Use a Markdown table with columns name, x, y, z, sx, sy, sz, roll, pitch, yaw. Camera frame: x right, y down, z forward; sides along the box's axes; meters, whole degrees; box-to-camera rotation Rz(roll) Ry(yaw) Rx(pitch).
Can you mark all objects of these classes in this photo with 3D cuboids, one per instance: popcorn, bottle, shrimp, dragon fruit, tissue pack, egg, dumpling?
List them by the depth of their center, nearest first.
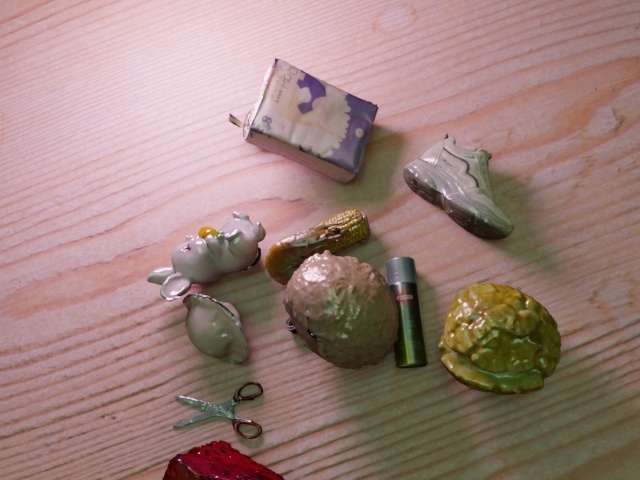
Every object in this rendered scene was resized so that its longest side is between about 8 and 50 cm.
| name | x | y | z | sx | sy | sz | roll | pitch | yaw |
| --- | --- | --- | --- | --- | --- | --- | --- | --- | --- |
| dragon fruit | -0.268 | 0.565 | 1.219 | 0.302 | 0.330 | 0.240 | -34 | 47 | -2 |
| popcorn | 0.429 | 0.236 | 1.236 | 0.282 | 0.247 | 0.282 | -1 | 88 | 15 |
| egg | 0.058 | 0.175 | 1.289 | 0.279 | 0.279 | 0.310 | -39 | 100 | -6 |
| bottle | 0.225 | 0.187 | 1.369 | 0.082 | 0.082 | 0.286 | -6 | 69 | 7 |
| shrimp | -0.031 | 0.035 | 1.393 | 0.249 | 0.068 | 0.150 | -32 | 108 | 10 |
| dumpling | -0.275 | 0.220 | 1.393 | 0.247 | 0.172 | 0.142 | 37 | 49 | 15 |
| tissue pack | -0.027 | -0.343 | 1.503 | 0.344 | 0.125 | 0.242 | 22 | 74 | -14 |

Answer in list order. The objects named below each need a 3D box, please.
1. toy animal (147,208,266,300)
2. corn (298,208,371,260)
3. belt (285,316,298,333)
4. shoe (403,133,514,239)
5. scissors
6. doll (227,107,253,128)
| name | x | y | z | sx | sy | sz | roll | pitch | yaw |
| --- | --- | --- | --- | --- | --- | --- | --- | --- | --- |
| toy animal | -0.310 | 0.048 | 1.440 | 0.325 | 0.154 | 0.208 | -43 | 33 | -17 |
| corn | 0.000 | 0.000 | 1.466 | 0.293 | 0.106 | 0.106 | -23 | 69 | 4 |
| belt | -0.016 | 0.154 | 1.433 | 0.071 | 0.053 | 0.232 | 25 | 76 | 13 |
| shoe | 0.416 | -0.162 | 1.437 | 0.342 | 0.132 | 0.210 | 41 | 84 | 23 |
| scissors | -0.276 | 0.454 | 1.386 | 0.248 | 0.017 | 0.144 | -4 | 70 | 9 |
| doll | -0.177 | -0.353 | 1.610 | 0.221 | 0.105 | 0.115 | 6 | 56 | 9 |
